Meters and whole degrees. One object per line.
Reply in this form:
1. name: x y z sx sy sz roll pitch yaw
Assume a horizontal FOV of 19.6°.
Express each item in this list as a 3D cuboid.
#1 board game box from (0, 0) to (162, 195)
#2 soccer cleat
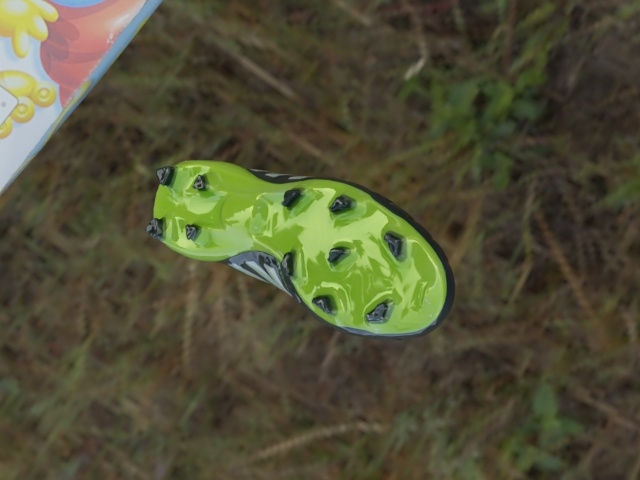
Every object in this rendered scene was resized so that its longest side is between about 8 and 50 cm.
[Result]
1. board game box: -0.117 -0.100 0.525 0.144 0.142 0.275 38 172 -10
2. soccer cleat: 0.000 0.000 0.795 0.072 0.060 0.179 8 -172 -45
